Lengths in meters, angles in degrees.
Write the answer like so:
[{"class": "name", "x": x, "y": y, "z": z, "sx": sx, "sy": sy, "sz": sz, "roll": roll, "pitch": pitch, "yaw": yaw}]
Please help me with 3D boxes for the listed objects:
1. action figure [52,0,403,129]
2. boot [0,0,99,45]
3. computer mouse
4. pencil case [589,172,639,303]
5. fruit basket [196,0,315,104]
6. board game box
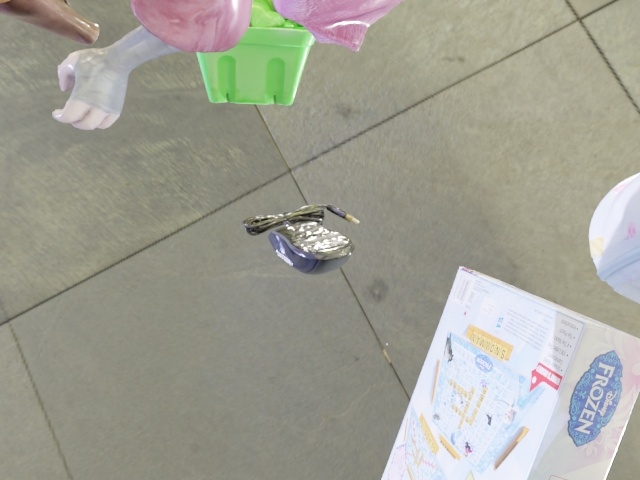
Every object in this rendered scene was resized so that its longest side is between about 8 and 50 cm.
[{"class": "action figure", "x": -0.011, "y": -0.197, "z": 0.342, "sx": 0.275, "sy": 0.370, "sz": 0.248, "roll": 3, "pitch": 107, "yaw": 28}, {"class": "boot", "x": -0.458, "y": -0.346, "z": 0.889, "sx": 0.248, "sy": 0.207, "sz": 0.090, "roll": 22, "pitch": 86, "yaw": 32}, {"class": "computer mouse", "x": 0.000, "y": 0.000, "z": 1.068, "sx": 0.184, "sy": 0.262, "sz": 0.060, "roll": -15, "pitch": 112, "yaw": -30}, {"class": "pencil case", "x": 0.262, "y": -0.023, "z": 0.390, "sx": 0.113, "sy": 0.273, "sz": 0.124, "roll": 43, "pitch": 87, "yaw": 11}, {"class": "fruit basket", "x": -0.117, "y": -0.495, "z": 1.268, "sx": 0.282, "sy": 0.392, "sz": 0.393, "roll": 1, "pitch": 81, "yaw": -7}, {"class": "board game box", "x": 0.160, "y": 0.203, "z": 0.636, "sx": 0.065, "sy": 0.319, "sz": 0.318, "roll": 19, "pitch": 94, "yaw": -6}]
